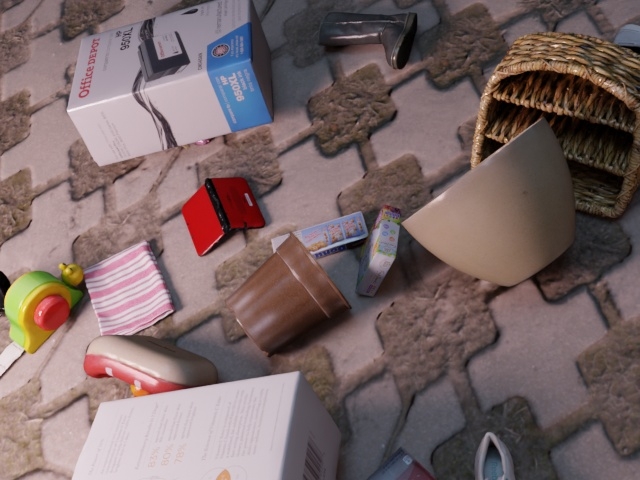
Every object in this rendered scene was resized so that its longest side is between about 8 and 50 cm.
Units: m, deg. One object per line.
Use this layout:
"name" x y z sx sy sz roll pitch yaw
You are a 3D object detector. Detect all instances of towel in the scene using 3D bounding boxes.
"towel" -0.367 0.093 1.609 0.144 0.029 0.197 -27 52 -5

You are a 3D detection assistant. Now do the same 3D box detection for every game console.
"game console" -0.191 -0.047 1.671 0.124 0.085 0.144 -4 47 -26

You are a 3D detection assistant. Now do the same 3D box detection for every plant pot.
"plant pot" -0.061 0.100 1.441 0.165 0.167 0.167 -39 53 -3
"plant pot" 0.303 -0.039 1.388 0.284 0.284 0.191 -37 88 -12

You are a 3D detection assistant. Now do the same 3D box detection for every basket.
"basket" 0.428 -0.212 1.481 0.299 0.214 0.223 23 63 29

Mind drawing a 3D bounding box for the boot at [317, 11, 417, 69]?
"boot" 0.092 -0.436 1.834 0.208 0.076 0.190 8 43 14

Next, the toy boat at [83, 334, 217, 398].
"toy boat" -0.294 0.246 1.425 0.231 0.151 0.151 17 90 26

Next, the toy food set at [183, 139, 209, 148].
"toy food set" -0.253 -0.235 1.824 0.122 0.019 0.078 -39 54 -21

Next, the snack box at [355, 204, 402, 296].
"snack box" 0.098 0.020 1.455 0.037 0.141 0.100 13 56 -6

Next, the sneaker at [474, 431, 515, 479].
"sneaker" 0.248 0.371 1.183 0.080 0.094 0.212 -12 53 6

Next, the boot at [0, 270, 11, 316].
"boot" -0.637 0.108 1.624 0.099 0.121 0.045 -9 50 2

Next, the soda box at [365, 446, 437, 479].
"soda box" 0.058 0.423 1.206 0.263 0.083 0.092 -40 53 -13

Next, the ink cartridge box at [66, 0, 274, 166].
"ink cartridge box" -0.312 -0.344 1.810 0.394 0.166 0.286 -14 44 7

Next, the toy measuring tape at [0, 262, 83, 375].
"toy measuring tape" -0.565 0.160 1.565 0.121 0.121 0.330 28 67 31

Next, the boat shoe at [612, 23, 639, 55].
"boat shoe" 0.644 -0.361 1.625 0.184 0.066 0.063 31 79 31

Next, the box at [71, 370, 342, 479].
"box" -0.165 0.343 1.221 0.345 0.168 0.215 -12 41 21

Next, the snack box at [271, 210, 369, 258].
"snack box" 0.000 0.000 1.573 0.178 0.022 0.064 -17 51 4
